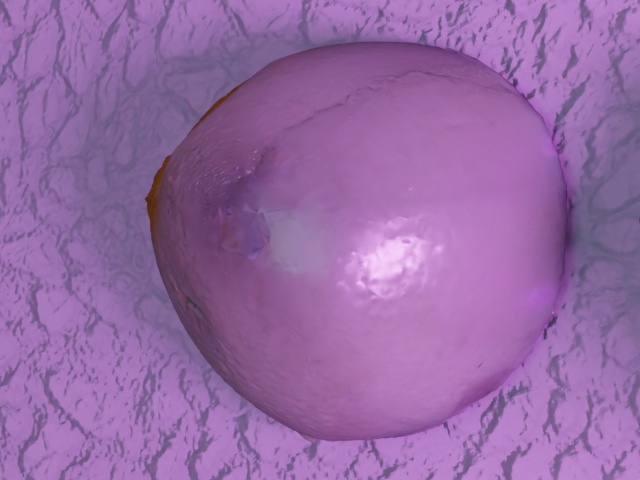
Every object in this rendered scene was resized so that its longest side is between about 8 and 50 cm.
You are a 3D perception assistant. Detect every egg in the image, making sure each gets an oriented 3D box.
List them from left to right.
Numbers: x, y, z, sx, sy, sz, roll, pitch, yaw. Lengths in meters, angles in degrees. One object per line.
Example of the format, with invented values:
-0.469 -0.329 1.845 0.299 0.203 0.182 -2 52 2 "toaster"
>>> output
0.000 0.000 1.273 0.337 0.201 0.337 0 90 33 "egg"
